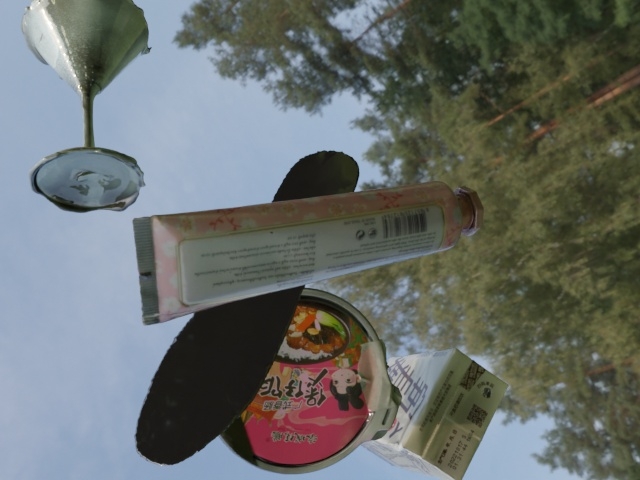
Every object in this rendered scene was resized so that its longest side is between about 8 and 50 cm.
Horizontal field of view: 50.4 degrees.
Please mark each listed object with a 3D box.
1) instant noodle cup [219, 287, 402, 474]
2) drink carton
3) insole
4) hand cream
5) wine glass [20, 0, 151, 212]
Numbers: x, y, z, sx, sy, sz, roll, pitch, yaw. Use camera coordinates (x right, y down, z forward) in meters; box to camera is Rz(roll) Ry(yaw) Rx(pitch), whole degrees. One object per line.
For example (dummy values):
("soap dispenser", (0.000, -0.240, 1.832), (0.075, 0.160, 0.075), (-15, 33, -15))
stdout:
("instant noodle cup", (-0.048, 0.195, 1.015), (0.302, 0.181, 0.258), (35, -98, -10))
("drink carton", (0.184, 0.319, 1.262), (0.132, 0.324, 0.194), (34, -108, -6))
("insole", (-0.043, 0.037, 0.464), (0.253, 0.086, 0.005), (-60, -38, -21))
("hand cream", (0.000, 0.000, 0.391), (0.210, 0.067, 0.043), (-10, -145, -23))
("wine glass", (-0.204, -0.123, 0.602), (0.122, 0.122, 0.183), (16, -129, -44))
